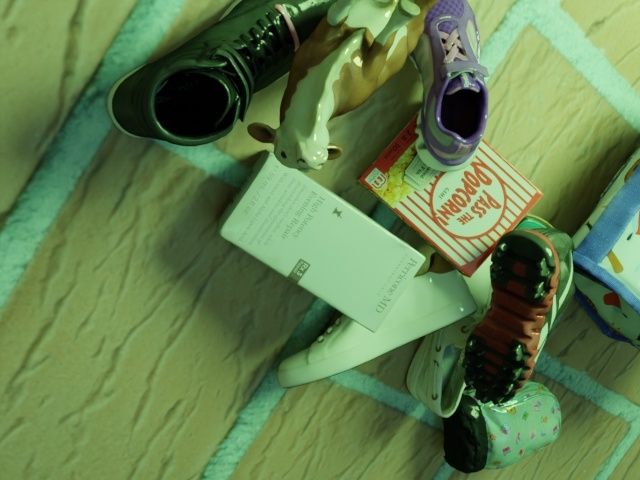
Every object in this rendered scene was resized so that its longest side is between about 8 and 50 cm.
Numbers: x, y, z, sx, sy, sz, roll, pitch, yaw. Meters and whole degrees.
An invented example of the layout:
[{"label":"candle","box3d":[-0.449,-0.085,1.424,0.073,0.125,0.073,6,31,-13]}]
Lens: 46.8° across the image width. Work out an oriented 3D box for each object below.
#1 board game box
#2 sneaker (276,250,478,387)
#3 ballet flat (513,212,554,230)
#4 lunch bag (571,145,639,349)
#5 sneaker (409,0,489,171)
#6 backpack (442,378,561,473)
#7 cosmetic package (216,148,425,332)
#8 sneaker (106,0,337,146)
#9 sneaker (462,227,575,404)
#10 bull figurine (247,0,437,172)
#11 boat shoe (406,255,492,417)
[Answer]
[{"label":"board game box","box3d":[0.167,-0.069,0.962,0.193,0.045,0.146,41,90,-4]},{"label":"sneaker","box3d":[0.060,0.104,1.020,0.290,0.106,0.123,-24,83,-6]},{"label":"ballet flat","box3d":[0.264,-0.029,1.061,0.206,0.067,0.073,21,125,-31]},{"label":"lunch bag","box3d":[0.534,-0.006,1.109,0.327,0.239,0.385,-53,133,-1]},{"label":"sneaker","box3d":[0.158,-0.203,0.881,0.095,0.104,0.236,-6,91,-3]},{"label":"backpack","box3d":[0.290,0.288,1.183,0.182,0.115,0.151,-14,114,-24]},{"label":"cosmetic package","box3d":[0.000,0.000,0.898,0.231,0.085,0.117,32,95,-13]},{"label":"sneaker","box3d":[-0.077,-0.187,0.780,0.296,0.147,0.104,-34,120,-12]},{"label":"sneaker","box3d":[0.272,0.098,0.989,0.135,0.098,0.276,-23,132,-43]},{"label":"bull figurine","box3d":[0.041,-0.202,0.771,0.101,0.310,0.188,35,138,-5]},{"label":"boat shoe","box3d":[0.212,0.131,1.087,0.098,0.096,0.276,4,108,-27]}]
